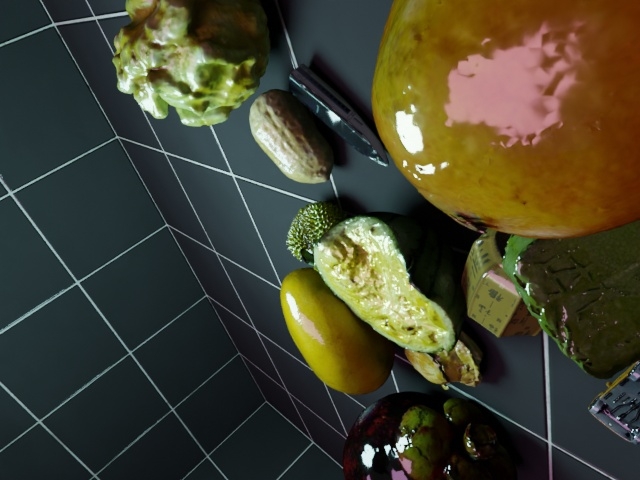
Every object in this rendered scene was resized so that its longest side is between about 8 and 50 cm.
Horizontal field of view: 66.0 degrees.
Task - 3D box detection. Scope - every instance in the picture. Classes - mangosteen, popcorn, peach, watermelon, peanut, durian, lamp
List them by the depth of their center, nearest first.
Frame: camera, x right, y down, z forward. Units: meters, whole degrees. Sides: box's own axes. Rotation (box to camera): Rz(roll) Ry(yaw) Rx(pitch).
[{"bbox_3d":[0.214,-0.180,0.442,0.289,0.373,0.372,19,164,-22],"label":"peach"},{"bbox_3d":[0.305,0.058,0.768,0.161,0.161,0.185,38,158,25],"label":"lamp"},{"bbox_3d":[-0.231,-0.374,0.936,0.335,0.274,0.279,-25,139,23],"label":"popcorn"},{"bbox_3d":[0.164,0.065,0.975,0.330,0.189,0.331,38,163,13],"label":"watermelon"},{"bbox_3d":[-0.059,-0.213,1.046,0.224,0.129,0.129,55,154,-11],"label":"peanut"},{"bbox_3d":[0.009,-0.010,1.157,0.146,0.159,0.198,30,179,-31],"label":"durian"},{"bbox_3d":[0.272,0.572,1.289,0.381,0.421,0.381,52,-165,-20],"label":"mangosteen"}]

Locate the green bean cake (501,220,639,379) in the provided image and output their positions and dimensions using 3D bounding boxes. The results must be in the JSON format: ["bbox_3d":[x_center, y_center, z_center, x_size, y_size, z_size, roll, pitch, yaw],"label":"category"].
[{"bbox_3d":[0.353,0.038,0.601,0.200,0.214,0.113,55,-170,-5],"label":"green bean cake"}]

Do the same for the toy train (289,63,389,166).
[{"bbox_3d":[0.045,-0.235,0.939,0.252,0.048,0.055,43,163,5],"label":"toy train"}]

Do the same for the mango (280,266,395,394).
[{"bbox_3d":[0.042,0.227,1.260,0.300,0.232,0.446,55,178,45],"label":"mango"}]

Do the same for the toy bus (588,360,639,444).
[{"bbox_3d":[0.499,0.232,0.755,0.083,0.088,0.194,38,149,26],"label":"toy bus"}]

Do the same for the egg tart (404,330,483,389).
[{"bbox_3d":[0.269,0.257,1.144,0.241,0.106,0.241,42,157,23],"label":"egg tart"}]
